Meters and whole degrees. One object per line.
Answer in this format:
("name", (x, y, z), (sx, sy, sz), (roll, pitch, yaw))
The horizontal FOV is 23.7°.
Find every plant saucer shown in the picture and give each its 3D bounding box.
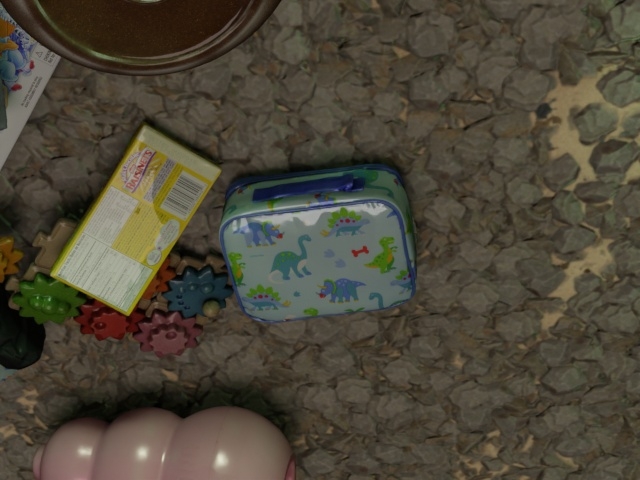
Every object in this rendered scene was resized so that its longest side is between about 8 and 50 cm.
("plant saucer", (-0.169, -0.275, 1.471), (0.310, 0.050, 0.311), (-6, 134, -6))

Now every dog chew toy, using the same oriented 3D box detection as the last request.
("dog chew toy", (-0.203, 0.303, 1.947), (0.331, 0.207, 0.207), (7, 130, 8))

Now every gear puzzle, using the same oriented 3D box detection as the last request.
("gear puzzle", (-0.271, 0.053, 1.795), (0.339, 0.044, 0.175), (18, 129, -27))

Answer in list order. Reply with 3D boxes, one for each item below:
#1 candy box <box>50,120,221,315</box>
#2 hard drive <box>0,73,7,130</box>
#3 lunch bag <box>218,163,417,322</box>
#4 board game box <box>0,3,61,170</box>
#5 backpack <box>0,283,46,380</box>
("candy box", (-0.210, -0.023, 1.733), (0.105, 0.027, 0.206), (31, 100, -18))
("hard drive", (-0.412, -0.202, 1.493), (0.172, 0.054, 0.255), (-19, 130, -15))
("lunch bag", (0.000, 0.000, 1.749), (0.219, 0.090, 0.176), (-8, 129, 9))
("board game box", (-0.413, -0.193, 1.624), (0.233, 0.078, 0.347), (25, 126, -16))
("backpack", (-0.447, 0.124, 1.862), (0.182, 0.115, 0.152), (-20, 128, 23))
